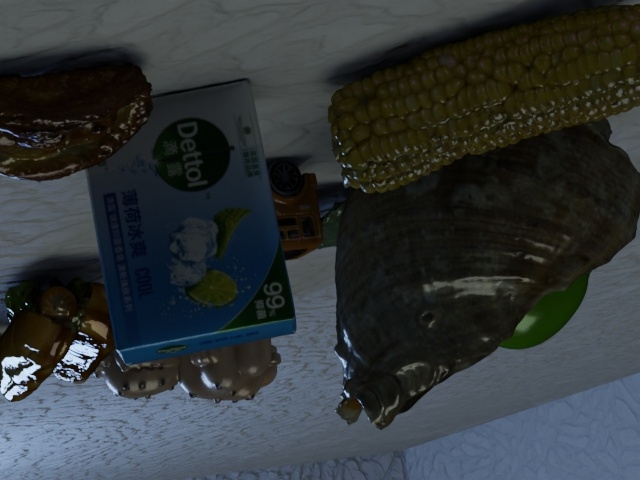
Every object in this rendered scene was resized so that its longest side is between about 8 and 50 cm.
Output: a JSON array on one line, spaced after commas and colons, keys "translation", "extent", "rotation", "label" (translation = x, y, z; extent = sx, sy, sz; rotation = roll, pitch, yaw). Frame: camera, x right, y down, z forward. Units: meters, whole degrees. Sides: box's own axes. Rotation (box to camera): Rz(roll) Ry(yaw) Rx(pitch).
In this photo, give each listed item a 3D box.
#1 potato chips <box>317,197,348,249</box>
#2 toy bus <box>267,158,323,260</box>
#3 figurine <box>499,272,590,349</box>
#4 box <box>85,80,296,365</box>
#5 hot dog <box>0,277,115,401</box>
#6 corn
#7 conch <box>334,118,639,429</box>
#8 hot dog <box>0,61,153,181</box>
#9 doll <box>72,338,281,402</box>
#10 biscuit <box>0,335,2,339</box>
[{"translation": [-0.032, -0.006, 1.725], "extent": [0.228, 0.059, 0.167], "rotation": [-13, 177, 6], "label": "potato chips"}, {"translation": [-0.099, -0.017, 1.538], "extent": [0.194, 0.088, 0.083], "rotation": [-6, 167, -26], "label": "toy bus"}, {"translation": [0.259, 0.049, 2.055], "extent": [0.162, 0.143, 0.263], "rotation": [-43, 164, 24], "label": "figurine"}, {"translation": [-0.103, -0.012, 1.314], "extent": [0.139, 0.194, 0.073], "rotation": [-11, 167, -3], "label": "box"}, {"translation": [-0.292, 0.101, 1.867], "extent": [0.135, 0.100, 0.337], "rotation": [-16, 170, -19], "label": "hot dog"}, {"translation": [0.140, -0.113, 1.304], "extent": [0.291, 0.101, 0.101], "rotation": [-15, 167, 22], "label": "corn"}, {"translation": [0.108, -0.007, 1.484], "extent": [0.352, 0.210, 0.297], "rotation": [-36, 177, -16], "label": "conch"}, {"translation": [-0.191, -0.088, 1.210], "extent": [0.147, 0.065, 0.099], "rotation": [-6, 157, -16], "label": "hot dog"}, {"translation": [-0.189, 0.151, 2.171], "extent": [0.278, 0.119, 0.154], "rotation": [1, 164, -10], "label": "doll"}, {"translation": [-0.520, 0.145, 1.977], "extent": [0.217, 0.044, 0.325], "rotation": [-15, 167, 20], "label": "biscuit"}]
